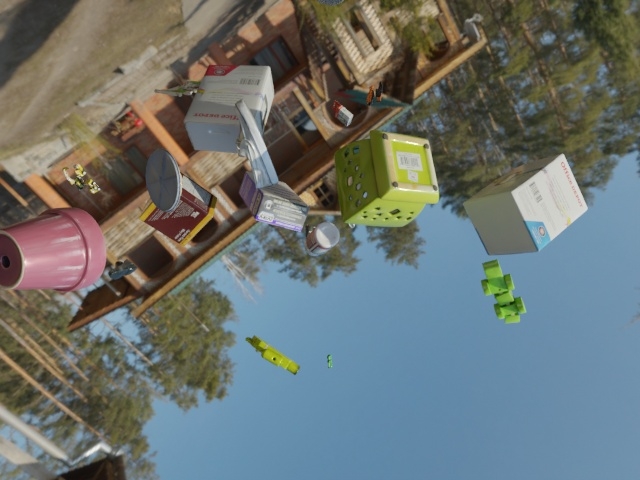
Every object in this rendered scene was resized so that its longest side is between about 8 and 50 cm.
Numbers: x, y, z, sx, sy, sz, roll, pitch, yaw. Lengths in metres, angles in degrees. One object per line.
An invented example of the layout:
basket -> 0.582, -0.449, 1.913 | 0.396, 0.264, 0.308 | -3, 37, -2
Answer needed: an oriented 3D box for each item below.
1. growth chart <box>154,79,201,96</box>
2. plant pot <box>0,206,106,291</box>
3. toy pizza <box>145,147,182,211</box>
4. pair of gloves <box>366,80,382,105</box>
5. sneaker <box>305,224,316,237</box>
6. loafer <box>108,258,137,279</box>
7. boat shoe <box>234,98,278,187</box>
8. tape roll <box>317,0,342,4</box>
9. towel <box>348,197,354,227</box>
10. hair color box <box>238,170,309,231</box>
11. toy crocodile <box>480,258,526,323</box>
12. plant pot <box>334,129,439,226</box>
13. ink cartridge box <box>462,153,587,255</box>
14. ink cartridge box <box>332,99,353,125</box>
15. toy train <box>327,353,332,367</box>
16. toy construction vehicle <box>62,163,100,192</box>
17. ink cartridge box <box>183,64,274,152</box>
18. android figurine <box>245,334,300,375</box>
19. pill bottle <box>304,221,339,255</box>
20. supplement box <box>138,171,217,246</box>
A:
growth chart -> -0.540, -0.610, 1.726 | 0.171, 0.021, 0.237 | 11, -147, 21
plant pot -> -0.630, 0.029, 0.977 | 0.201, 0.202, 0.180 | -28, 177, 21
toy pizza -> -0.494, -0.191, 1.371 | 0.201, 0.202, 0.032 | -15, 178, 42
pair of gloves -> 0.189, -0.512, 1.503 | 0.083, 0.010, 0.074 | 0, -99, 59
sneaker -> -0.024, -0.047, 2.415 | 0.106, 0.078, 0.234 | -8, 170, 8
loafer -> -0.817, 0.114, 1.753 | 0.062, 0.061, 0.170 | -39, -179, 3
boat shoe -> -0.199, -0.264, 1.222 | 0.084, 0.258, 0.095 | -21, -153, -1
tape roll -> 0.024, -0.859, 1.336 | 0.219, 0.219, 0.072 | -2, -136, 54
towel -> 0.091, -0.134, 1.494 | 0.023, 0.113, 0.152 | -12, -128, 11
hair color box -> -0.188, -0.157, 1.663 | 0.110, 0.185, 0.339 | -69, -154, 13
toy crocodile -> 0.735, 0.211, 1.738 | 0.115, 0.341, 0.105 | -23, -155, 24
plant pot -> 0.191, -0.177, 1.206 | 0.228, 0.227, 0.207 | 1, 164, -28
ink cartridge box -> 0.635, -0.107, 1.338 | 0.270, 0.198, 0.197 | -31, -173, -24
ink cartridge box -> 0.094, -0.587, 1.985 | 0.029, 0.115, 0.063 | -44, 170, -24
toy train -> 0.046, 0.621, 2.207 | 0.017, 0.083, 0.023 | 18, -148, 41
toy construction vehicle -> -0.745, -0.187, 1.335 | 0.085, 0.098, 0.035 | 4, -137, 33
ink cartridge box -> -0.295, -0.444, 1.439 | 0.225, 0.131, 0.307 | 5, -123, 6
android figurine -> -0.215, 0.506, 1.915 | 0.056, 0.272, 0.248 | -57, 177, -12
pill bottle -> 0.000, 0.000, 2.033 | 0.121, 0.121, 0.221 | -46, -178, -23
supplement box -> -0.524, -0.120, 1.600 | 0.191, 0.194, 0.129 | -40, -150, 24
